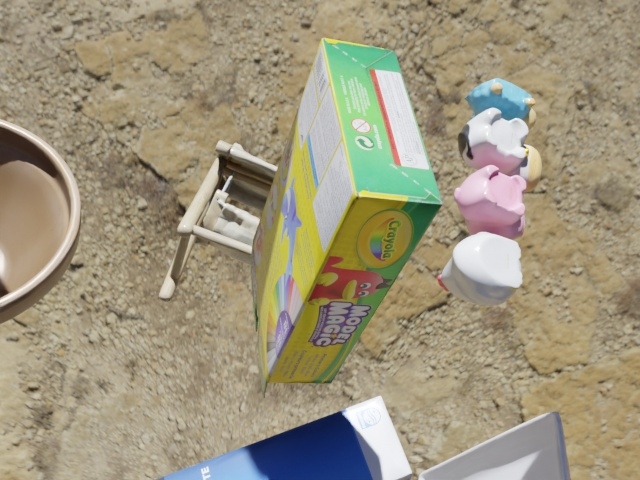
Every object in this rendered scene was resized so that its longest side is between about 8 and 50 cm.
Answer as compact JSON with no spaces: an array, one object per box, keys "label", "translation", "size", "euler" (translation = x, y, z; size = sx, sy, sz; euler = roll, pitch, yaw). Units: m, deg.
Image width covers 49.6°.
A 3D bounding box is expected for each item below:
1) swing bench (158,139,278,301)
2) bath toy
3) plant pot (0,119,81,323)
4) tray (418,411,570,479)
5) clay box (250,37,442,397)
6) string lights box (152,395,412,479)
[{"label":"swing bench","translation":[-0.058,-0.008,0.981],"size":[0.253,0.165,0.255],"euler":[21,45,-7]},{"label":"bath toy","translation":[0.243,-0.058,1.000],"size":[0.151,0.129,0.348],"euler":[25,60,-18]},{"label":"plant pot","translation":[-0.342,0.001,0.634],"size":[0.237,0.110,0.237],"euler":[9,52,-11]},{"label":"tray","translation":[0.175,0.281,0.701],"size":[0.030,0.270,0.145],"euler":[15,56,-15]},{"label":"clay box","translation":[0.000,0.000,0.453],"size":[0.053,0.222,0.127],"euler":[4,51,-17]},{"label":"string lights box","translation":[-0.052,0.238,0.633],"size":[0.259,0.133,0.077],"euler":[-19,62,-7]}]
